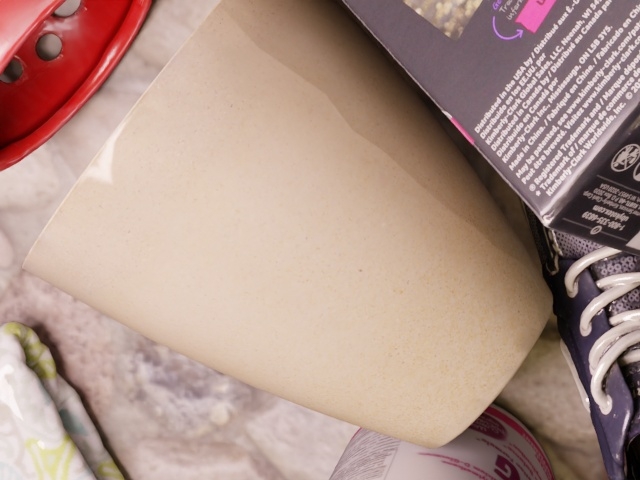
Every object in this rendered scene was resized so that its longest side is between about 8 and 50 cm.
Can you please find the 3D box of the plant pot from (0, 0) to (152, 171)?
[{"bbox_3d":[-0.227,-0.165,1.018,0.174,0.191,0.191,42,109,8],"label":"plant pot"}]

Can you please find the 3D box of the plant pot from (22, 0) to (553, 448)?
[{"bbox_3d":[0.000,0.000,0.982,0.274,0.256,0.256,39,109,-5],"label":"plant pot"}]

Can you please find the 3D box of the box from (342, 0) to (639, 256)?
[{"bbox_3d":[0.136,-0.129,0.887,0.143,0.165,0.270,-52,50,20],"label":"box"}]

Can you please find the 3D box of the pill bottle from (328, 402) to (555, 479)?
[{"bbox_3d":[0.063,0.216,0.997,0.160,0.283,0.160,3,106,12],"label":"pill bottle"}]

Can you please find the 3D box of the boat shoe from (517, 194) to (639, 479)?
[{"bbox_3d":[0.207,0.045,0.986,0.127,0.158,0.340,-22,99,17],"label":"boat shoe"}]

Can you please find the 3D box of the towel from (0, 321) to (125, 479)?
[{"bbox_3d":[-0.265,0.285,1.197,0.320,0.090,0.374,-28,97,15],"label":"towel"}]
